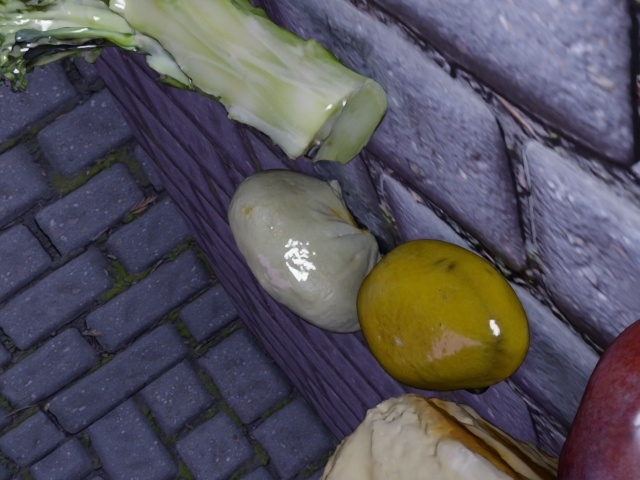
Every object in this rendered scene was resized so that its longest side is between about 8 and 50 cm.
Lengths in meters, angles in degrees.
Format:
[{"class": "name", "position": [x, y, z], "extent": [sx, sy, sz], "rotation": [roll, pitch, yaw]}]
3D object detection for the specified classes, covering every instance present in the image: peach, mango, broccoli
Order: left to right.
[{"class": "broccoli", "position": [-0.101, -0.211, 0.871], "extent": [0.362, 0.252, 0.221], "rotation": [17, 164, 10]}, {"class": "mango", "position": [0.110, 0.070, 0.885], "extent": [0.195, 0.098, 0.137], "rotation": [20, 114, 53]}, {"class": "peach", "position": [0.201, 0.125, 0.561], "extent": [0.152, 0.152, 0.152], "rotation": [52, 169, 14]}]

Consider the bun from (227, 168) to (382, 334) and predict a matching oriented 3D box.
[{"class": "bun", "position": [0.000, 0.000, 1.156], "extent": [0.222, 0.127, 0.222], "rotation": [40, -162, -16]}]

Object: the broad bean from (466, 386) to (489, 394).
[{"class": "broad bean", "position": [0.154, 0.117, 1.012], "extent": [0.195, 0.046, 0.061], "rotation": [81, 169, -73]}]

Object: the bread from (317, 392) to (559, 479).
[{"class": "bread", "position": [0.168, 0.333, 0.781], "extent": [0.371, 0.279, 0.390], "rotation": [34, -179, -33]}]
